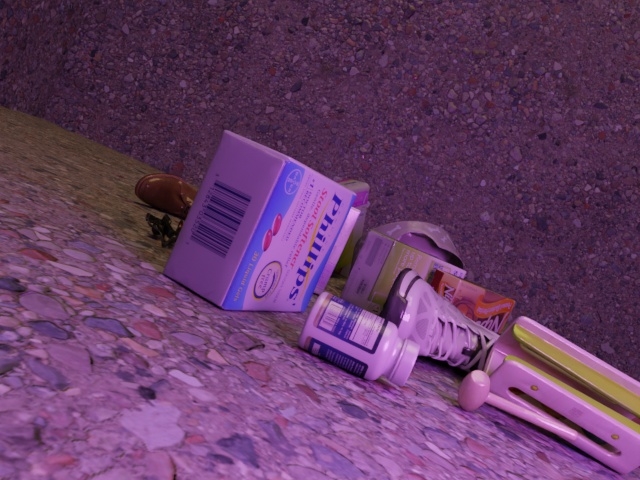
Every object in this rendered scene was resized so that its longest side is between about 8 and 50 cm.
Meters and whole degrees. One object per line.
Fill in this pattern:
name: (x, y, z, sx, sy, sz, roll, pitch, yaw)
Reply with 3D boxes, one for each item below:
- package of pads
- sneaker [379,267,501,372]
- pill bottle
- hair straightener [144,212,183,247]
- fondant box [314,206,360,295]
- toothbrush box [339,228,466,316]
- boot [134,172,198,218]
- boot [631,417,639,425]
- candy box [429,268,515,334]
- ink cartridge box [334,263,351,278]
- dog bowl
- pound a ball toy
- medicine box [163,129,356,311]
package of pads: (0.063, -0.054, 1.880, 0.101, 0.297, 0.229, 17, 18, 27)
sneaker: (0.273, 0.186, 1.129, 0.257, 0.169, 0.447, 23, 1, 22)
pill bottle: (0.060, 0.153, 0.841, 0.169, 0.094, 0.094, 25, 4, 9)
hair straightener: (-0.355, -0.024, 1.240, 0.089, 0.047, 0.230, 23, 8, -16)
fondant box: (0.000, 0.000, 1.528, 0.096, 0.239, 0.330, 25, 4, -5)
toothbrush box: (0.225, 0.119, 1.496, 0.283, 0.206, 0.122, 22, 4, -35)
boot: (-0.413, -0.114, 1.676, 0.115, 0.112, 0.305, 40, 11, 38)
boot: (0.605, 0.369, 1.158, 0.283, 0.109, 0.220, 13, 2, -24)
candy box: (0.389, 0.203, 1.499, 0.316, 0.183, 0.087, 20, 7, -45)
ink cartridge box: (0.121, 0.111, 2.068, 0.150, 0.063, 0.109, 24, 4, 0)
dog bowl: (0.259, 0.063, 1.716, 0.348, 0.102, 0.349, -1, -31, -1)
pound a ball toy: (0.390, 0.285, 0.951, 0.319, 0.136, 0.208, 30, 44, 8)
medicine box: (-0.095, -0.019, 1.008, 0.149, 0.264, 0.289, 26, 5, 27)
